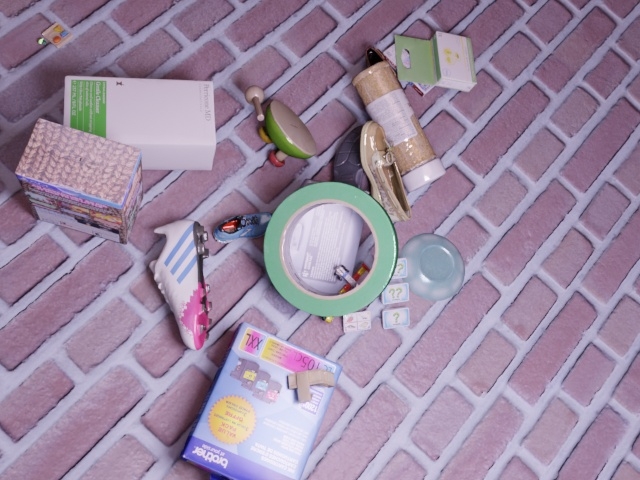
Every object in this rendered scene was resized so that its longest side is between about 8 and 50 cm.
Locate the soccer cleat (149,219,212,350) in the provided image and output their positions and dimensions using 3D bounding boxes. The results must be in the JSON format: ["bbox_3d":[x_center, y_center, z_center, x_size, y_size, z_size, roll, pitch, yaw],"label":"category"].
[{"bbox_3d":[-0.345,0.110,1.721,0.143,0.116,0.331,-5,70,2],"label":"soccer cleat"}]

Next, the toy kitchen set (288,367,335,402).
[{"bbox_3d":[-0.018,0.335,1.597,0.083,0.075,0.068,-15,67,22],"label":"toy kitchen set"}]

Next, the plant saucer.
[{"bbox_3d":[0.311,0.067,1.918,0.194,0.037,0.195,4,71,-13],"label":"plant saucer"}]

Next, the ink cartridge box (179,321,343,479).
[{"bbox_3d":[-0.148,0.428,1.631,0.270,0.151,0.396,24,70,-4],"label":"ink cartridge box"}]

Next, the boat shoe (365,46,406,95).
[{"bbox_3d":[0.184,-0.467,2.039,0.073,0.073,0.207,-31,76,12],"label":"boat shoe"}]

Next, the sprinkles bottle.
[{"bbox_3d":[0.216,-0.314,1.949,0.121,0.121,0.355,-27,89,-20],"label":"sprinkles bottle"}]

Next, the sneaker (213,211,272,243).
[{"bbox_3d":[-0.194,-0.037,1.813,0.162,0.073,0.063,-20,77,-18],"label":"sneaker"}]

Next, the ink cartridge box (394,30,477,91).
[{"bbox_3d":[0.344,-0.544,2.104,0.235,0.056,0.171,6,66,-19],"label":"ink cartridge box"}]

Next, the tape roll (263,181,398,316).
[{"bbox_3d":[0.025,0.021,1.694,0.321,0.077,0.321,0,91,11],"label":"tape roll"}]

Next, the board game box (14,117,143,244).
[{"bbox_3d":[-0.548,-0.127,1.643,0.232,0.291,0.141,17,69,-8],"label":"board game box"}]

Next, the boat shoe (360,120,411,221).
[{"bbox_3d":[0.178,-0.183,1.872,0.104,0.089,0.285,-42,123,-46],"label":"boat shoe"}]

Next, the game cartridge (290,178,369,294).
[{"bbox_3d":[0.000,0.000,1.798,0.198,0.062,0.297,12,96,-7],"label":"game cartridge"}]

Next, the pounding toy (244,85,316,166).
[{"bbox_3d":[-0.126,-0.286,1.887,0.237,0.110,0.183,35,28,-37],"label":"pounding toy"}]

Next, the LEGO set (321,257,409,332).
[{"bbox_3d":[0.122,0.147,1.796,0.244,0.060,0.183,-5,98,-18],"label":"LEGO set"}]

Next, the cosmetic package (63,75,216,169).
[{"bbox_3d":[-0.455,-0.295,1.796,0.365,0.155,0.197,-3,70,-13],"label":"cosmetic package"}]

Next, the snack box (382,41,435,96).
[{"bbox_3d":[0.267,-0.513,2.109,0.064,0.022,0.178,-41,85,-24],"label":"snack box"}]

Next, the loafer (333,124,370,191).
[{"bbox_3d":[0.092,-0.174,1.932,0.109,0.095,0.303,6,63,21],"label":"loafer"}]

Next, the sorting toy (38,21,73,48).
[{"bbox_3d":[-0.717,-0.546,1.893,0.062,0.012,0.083,41,67,2],"label":"sorting toy"}]
